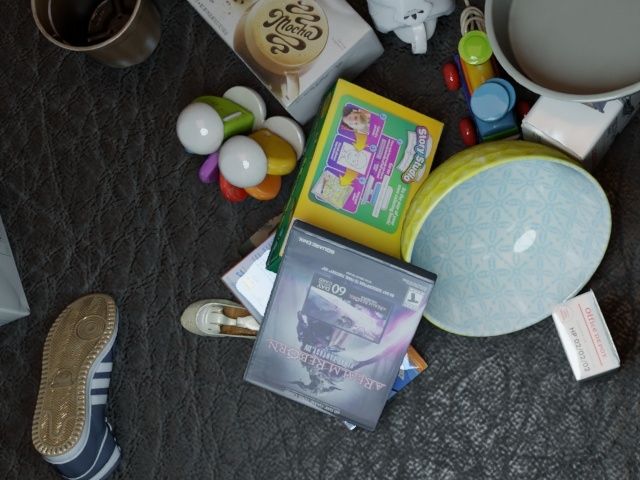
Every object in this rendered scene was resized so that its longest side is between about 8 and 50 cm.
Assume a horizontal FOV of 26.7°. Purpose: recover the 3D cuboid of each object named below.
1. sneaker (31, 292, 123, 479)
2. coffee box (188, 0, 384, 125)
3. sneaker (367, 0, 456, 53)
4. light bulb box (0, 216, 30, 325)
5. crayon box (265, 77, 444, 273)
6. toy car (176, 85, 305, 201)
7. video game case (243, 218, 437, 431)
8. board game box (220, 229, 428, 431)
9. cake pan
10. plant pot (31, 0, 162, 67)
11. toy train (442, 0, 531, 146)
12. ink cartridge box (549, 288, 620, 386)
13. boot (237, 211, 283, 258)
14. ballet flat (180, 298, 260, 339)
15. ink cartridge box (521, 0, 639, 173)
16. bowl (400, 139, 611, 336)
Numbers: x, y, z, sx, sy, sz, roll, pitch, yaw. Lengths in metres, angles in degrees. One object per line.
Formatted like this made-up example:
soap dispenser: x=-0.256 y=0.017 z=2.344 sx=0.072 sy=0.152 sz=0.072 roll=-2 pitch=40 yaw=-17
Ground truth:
sneaker: x=-0.335 y=0.223 z=1.944 sx=0.099 sy=0.153 sz=0.282 roll=-3 pitch=50 yaw=13
coffee box: x=-0.071 y=-0.337 z=1.963 sx=0.168 sy=0.119 sz=0.297 roll=-42 pitch=76 yaw=3
sneaker: x=0.098 y=-0.432 z=1.942 sx=0.137 sy=0.210 sz=0.366 roll=-16 pitch=43 yaw=8
light bulb box: x=-0.674 y=0.004 z=1.972 sx=0.361 sy=0.225 sz=0.358 roll=-21 pitch=78 yaw=8
crayon box: x=0.049 y=-0.064 z=1.853 sx=0.165 sy=0.081 sz=0.278 roll=22 pitch=71 yaw=-12
toy car: x=-0.123 y=-0.128 z=1.941 sx=0.182 sy=0.159 sz=0.136 roll=38 pitch=126 yaw=14
video game case: x=0.021 y=0.118 z=1.783 sx=0.196 sy=0.026 sz=0.274 roll=22 pitch=124 yaw=4
board game box: x=0.005 y=0.113 z=1.881 sx=0.145 sy=0.027 sz=0.281 roll=-40 pitch=91 yaw=2
cake pan: x=0.358 y=-0.302 z=1.727 sx=0.293 sy=0.054 sz=0.293 roll=-8 pitch=68 yaw=21
plant pot: x=-0.316 y=-0.337 z=1.989 sx=0.167 sy=0.165 sz=0.167 roll=-2 pitch=81 yaw=11
toy train: x=0.217 y=-0.258 z=1.878 sx=0.105 sy=0.143 sz=0.248 roll=-17 pitch=78 yaw=8
ink cartridge box: x=0.347 y=0.129 z=1.767 sx=0.062 sy=0.181 sz=0.104 roll=-21 pitch=77 yaw=7
boot: x=0.000 y=0.000 z=1.927 sx=0.198 sy=0.077 sz=0.137 roll=-41 pitch=88 yaw=3
ballet flat: x=-0.125 y=0.112 z=1.932 sx=0.168 sy=0.052 sz=0.057 roll=4 pitch=82 yaw=12
ink cartridge box: x=0.382 y=-0.207 z=1.821 sx=0.100 sy=0.172 sz=0.237 roll=36 pitch=89 yaw=15
bowl: x=0.226 y=-0.030 z=1.808 sx=0.289 sy=0.289 sz=0.156 roll=-31 pitch=39 yaw=5
